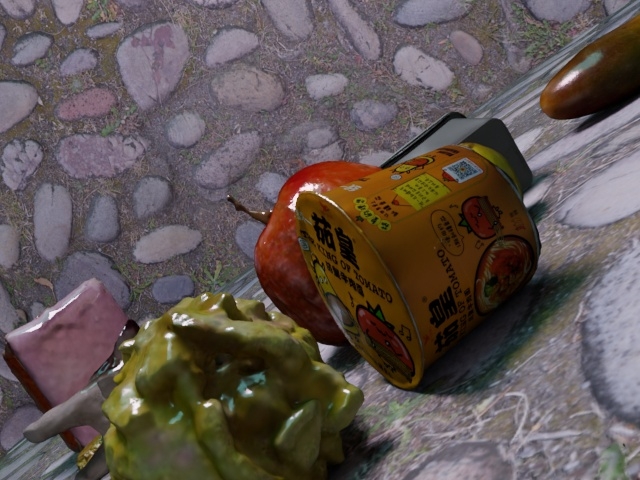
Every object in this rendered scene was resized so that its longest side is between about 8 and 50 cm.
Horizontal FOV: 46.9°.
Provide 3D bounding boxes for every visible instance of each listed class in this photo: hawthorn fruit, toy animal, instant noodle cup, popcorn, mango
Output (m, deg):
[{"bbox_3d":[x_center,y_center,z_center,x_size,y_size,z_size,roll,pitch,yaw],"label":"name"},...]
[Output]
[{"bbox_3d":[0.000,0.000,0.963,0.241,0.272,0.242,-61,0,1],"label":"hawthorn fruit"},{"bbox_3d":[-0.279,0.235,1.224,0.344,0.194,0.302,-27,15,39],"label":"toy animal"},{"bbox_3d":[0.098,0.013,0.733,0.172,0.215,0.216,-29,3,-18],"label":"instant noodle cup"},{"bbox_3d":[-0.092,0.153,0.694,0.259,0.212,0.259,-43,3,3],"label":"popcorn"},{"bbox_3d":[0.485,-0.288,1.216,0.268,0.111,0.133,-38,-10,2],"label":"mango"}]

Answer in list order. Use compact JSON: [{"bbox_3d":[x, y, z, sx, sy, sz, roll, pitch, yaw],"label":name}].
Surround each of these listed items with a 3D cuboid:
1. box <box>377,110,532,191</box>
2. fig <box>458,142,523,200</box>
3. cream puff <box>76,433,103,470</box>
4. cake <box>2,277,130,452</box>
[{"bbox_3d":[0.198,-0.086,1.137,0.243,0.163,0.135,-37,15,-14],"label":"box"},{"bbox_3d":[0.204,-0.048,0.979,0.136,0.121,0.153,-22,38,47],"label":"fig"},{"bbox_3d":[-0.389,0.380,1.310,0.083,0.058,0.083,-36,13,21],"label":"cream puff"},{"bbox_3d":[-0.482,0.272,1.533,0.230,0.308,0.237,-34,1,-27],"label":"cake"}]
